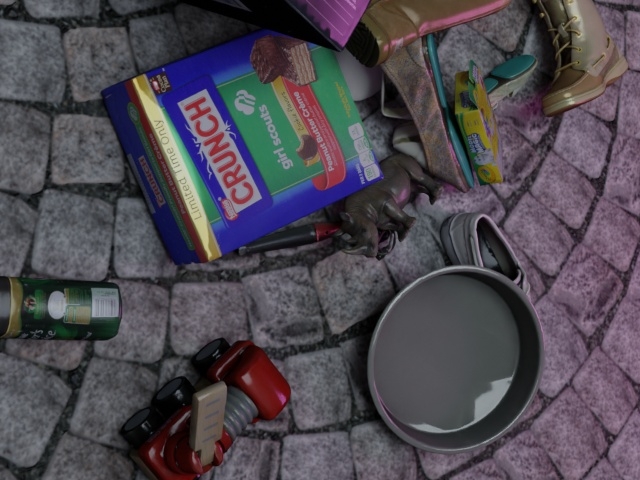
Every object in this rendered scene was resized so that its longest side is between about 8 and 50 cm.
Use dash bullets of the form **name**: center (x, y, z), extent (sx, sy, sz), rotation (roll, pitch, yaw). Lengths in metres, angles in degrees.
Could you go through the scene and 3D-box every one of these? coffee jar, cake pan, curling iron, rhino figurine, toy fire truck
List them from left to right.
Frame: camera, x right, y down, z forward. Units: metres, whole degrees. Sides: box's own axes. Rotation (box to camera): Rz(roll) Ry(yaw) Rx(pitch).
- **coffee jar**: center (-0.355, 0.088, 1.580), extent (0.184, 0.096, 0.079), rotation (5, 81, -29)
- **toy fire truck**: center (-0.132, 0.219, 1.613), extent (0.217, 0.246, 0.158), rotation (-44, 108, -25)
- **curling iron**: center (0.000, 0.000, 1.826), extent (0.274, 0.035, 0.068), rotation (-4, 70, -31)
- **rhino figurine**: center (0.091, -0.047, 1.835), extent (0.106, 0.073, 0.243), rotation (37, 47, 7)
- **cake pan**: center (0.201, 0.178, 1.885), extent (0.293, 0.054, 0.293), rotation (-2, 98, -18)

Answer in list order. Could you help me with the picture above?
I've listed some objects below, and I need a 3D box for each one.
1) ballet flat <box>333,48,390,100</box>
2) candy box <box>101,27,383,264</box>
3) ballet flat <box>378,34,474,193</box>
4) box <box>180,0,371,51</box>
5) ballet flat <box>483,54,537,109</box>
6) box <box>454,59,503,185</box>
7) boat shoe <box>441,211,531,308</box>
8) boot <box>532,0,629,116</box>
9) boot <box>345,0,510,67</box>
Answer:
- **ballet flat**: center (0.144, -0.387, 1.891), extent (0.139, 0.139, 0.400), rotation (43, 67, -21)
- **candy box**: center (-0.104, -0.147, 1.730), extent (0.317, 0.122, 0.268), rotation (-26, 99, -29)
- **ballet flat**: center (0.152, -0.191, 1.883), extent (0.107, 0.106, 0.316), rotation (-87, 160, -48)
- **box**: center (-0.056, -0.451, 1.601), extent (0.179, 0.343, 0.312), rotation (34, 84, -49)
- **ballet flat**: center (0.291, -0.249, 2.020), extent (0.168, 0.057, 0.052), rotation (-33, 130, -25)
- **box**: center (0.245, -0.184, 1.919), extent (0.105, 0.043, 0.179), rotation (-82, 157, -44)
- **boat shoe**: center (0.290, 0.071, 1.965), extent (0.096, 0.088, 0.267), rotation (-31, 102, -29)
- **boot**: center (0.406, -0.329, 2.039), extent (0.262, 0.095, 0.203), rotation (-37, 105, -45)
- **boot**: center (0.107, -0.373, 1.762), extent (0.270, 0.089, 0.236), rotation (-31, 79, -32)
